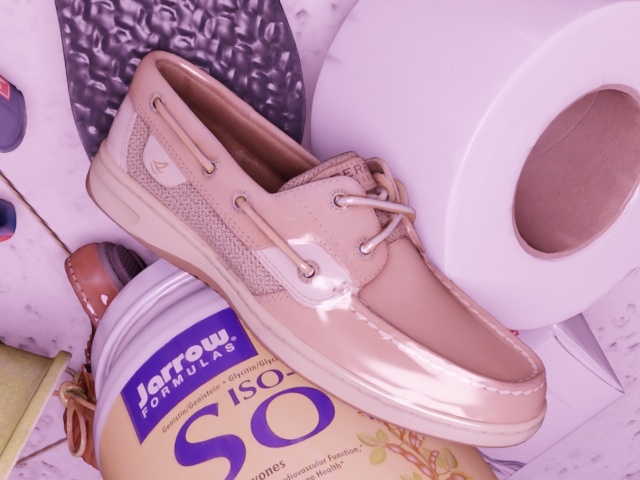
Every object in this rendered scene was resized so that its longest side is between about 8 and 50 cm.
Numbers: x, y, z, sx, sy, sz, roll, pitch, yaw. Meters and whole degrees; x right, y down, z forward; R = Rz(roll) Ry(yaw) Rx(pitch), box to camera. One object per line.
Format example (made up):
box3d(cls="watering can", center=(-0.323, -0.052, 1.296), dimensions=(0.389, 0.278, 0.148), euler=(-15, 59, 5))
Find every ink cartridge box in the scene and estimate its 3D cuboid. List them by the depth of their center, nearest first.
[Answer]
box3d(cls="ink cartridge box", center=(0.097, 0.123, 0.918), dimensions=(0.283, 0.207, 0.117), euler=(-40, 124, 19))

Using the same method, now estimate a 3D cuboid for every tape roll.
box3d(cls="tape roll", center=(0.137, -0.080, 0.756), dimensions=(0.246, 0.169, 0.246), euler=(-18, 127, -26))

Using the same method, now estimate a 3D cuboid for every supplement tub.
box3d(cls="supplement tub", center=(-0.017, 0.171, 0.711), dimensions=(0.241, 0.331, 0.241), euler=(-16, 132, -19))

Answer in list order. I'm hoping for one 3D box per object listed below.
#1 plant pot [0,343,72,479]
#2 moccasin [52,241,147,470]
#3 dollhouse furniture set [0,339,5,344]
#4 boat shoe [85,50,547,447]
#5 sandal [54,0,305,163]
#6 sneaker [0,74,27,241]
box3d(cls="plant pot", center=(-0.364, 0.151, 0.765), dimensions=(0.254, 0.276, 0.276), euler=(29, 117, -10))
box3d(cls="moccasin", center=(-0.181, 0.162, 0.955), dimensions=(0.147, 0.139, 0.380), euler=(-14, 136, -10))
box3d(cls="dollhouse furniture set", center=(-0.344, 0.069, 0.886), dimensions=(0.059, 0.076, 0.151), euler=(-32, 125, 12))
box3d(cls="boat shoe", center=(0.000, 0.000, 0.638), dimensions=(0.341, 0.122, 0.110), euler=(33, 114, 15))
box3d(cls="sandal", center=(-0.123, -0.206, 0.725), dimensions=(0.168, 0.107, 0.445), euler=(-16, 114, 3))
box3d(cls="sneaker", center=(-0.291, -0.130, 0.732), dimensions=(0.148, 0.131, 0.350), euler=(-7, 132, -13))
